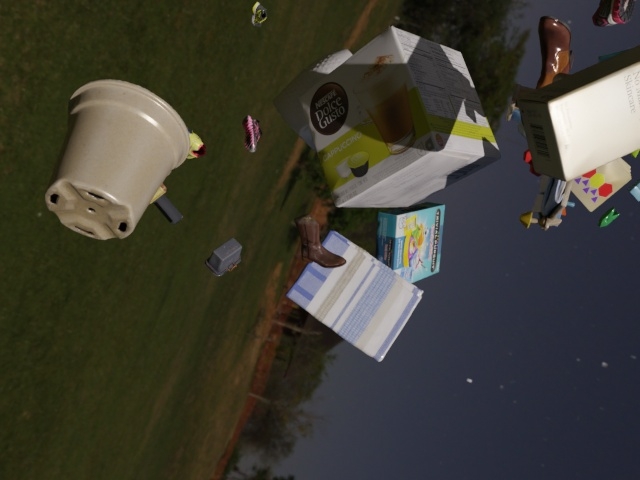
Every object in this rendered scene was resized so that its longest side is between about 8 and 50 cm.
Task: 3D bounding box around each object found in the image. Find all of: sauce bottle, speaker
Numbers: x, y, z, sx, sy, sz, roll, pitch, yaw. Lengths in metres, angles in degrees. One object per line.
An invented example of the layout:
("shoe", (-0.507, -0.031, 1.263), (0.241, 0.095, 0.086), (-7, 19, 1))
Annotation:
("sauce bottle", (-0.506, -0.125, 1.784), (0.128, 0.042, 0.042), (-38, 178, -6))
("speaker", (-0.579, -0.126, 2.292), (0.055, 0.136, 0.055), (-29, -155, 15))

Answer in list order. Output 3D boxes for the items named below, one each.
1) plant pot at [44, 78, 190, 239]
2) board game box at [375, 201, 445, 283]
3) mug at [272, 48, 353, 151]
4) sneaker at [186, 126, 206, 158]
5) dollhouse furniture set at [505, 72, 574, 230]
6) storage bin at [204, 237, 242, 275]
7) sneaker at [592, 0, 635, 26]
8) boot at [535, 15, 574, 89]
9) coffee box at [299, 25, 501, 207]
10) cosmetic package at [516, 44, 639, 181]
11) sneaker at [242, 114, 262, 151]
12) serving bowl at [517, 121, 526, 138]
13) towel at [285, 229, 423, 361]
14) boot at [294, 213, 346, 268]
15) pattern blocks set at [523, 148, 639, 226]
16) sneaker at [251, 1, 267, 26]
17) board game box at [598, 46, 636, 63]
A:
("plant pot", (-0.537, -0.183, 1.572), (0.334, 0.333, 0.306), (113, -10, -53))
("board game box", (0.310, 0.012, 2.103), (0.336, 0.079, 0.254), (-14, 111, -51))
("mug", (0.049, -0.499, 2.223), (0.328, 0.276, 0.374), (-42, -137, 13))
("sneaker", (-0.441, -0.318, 2.128), (0.081, 0.094, 0.208), (-54, -179, -8))
("dollhouse furniture set", (0.514, -0.199, 1.433), (0.286, 0.198, 0.304), (39, 68, -76))
("storage bin", (-0.352, 0.059, 2.289), (0.135, 0.098, 0.091), (-38, 167, -37))
("sneaker", (1.055, -0.871, 2.159), (0.112, 0.121, 0.299), (0, -134, 52))
("boot", (0.731, -0.554, 2.013), (0.281, 0.096, 0.264), (-62, 146, -12))
("coffee box", (0.207, -0.302, 1.616), (0.337, 0.338, 0.335), (-28, -106, 39))
("cosmetic package", (0.542, -0.246, 1.137), (0.113, 0.309, 0.160), (-125, -168, -70))
("sneaker", (-0.192, -0.309, 1.788), (0.047, 0.057, 0.119), (-30, -121, 44))
("serving bowl", (0.644, -0.356, 1.881), (0.027, 0.083, 0.083), (3, 113, -51))
("towel", (0.085, 0.131, 1.467), (0.209, 0.285, 0.034), (-56, -176, -15))
("boot", (0.000, 0.000, 1.273), (0.037, 0.106, 0.114), (-60, 150, -50))
("pattern blocks set", (0.715, -0.182, 1.616), (0.285, 0.325, 0.026), (-36, -158, 13))
("sneaker", (-0.155, -0.570, 1.562), (0.031, 0.035, 0.083), (-54, 173, -14))
("board game box", (0.838, -0.427, 1.609), (0.210, 0.047, 0.160), (4, -82, 60))
